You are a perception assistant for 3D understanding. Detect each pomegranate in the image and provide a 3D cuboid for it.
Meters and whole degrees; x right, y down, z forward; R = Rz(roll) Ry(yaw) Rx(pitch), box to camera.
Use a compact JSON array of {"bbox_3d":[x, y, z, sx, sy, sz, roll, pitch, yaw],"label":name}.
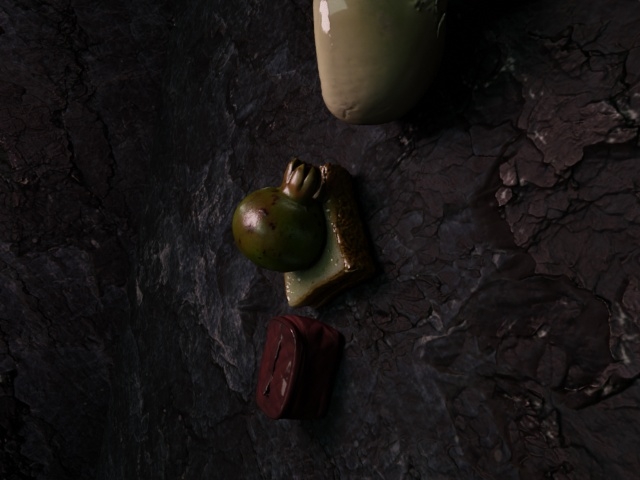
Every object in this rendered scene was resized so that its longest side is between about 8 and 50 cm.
[{"bbox_3d":[-0.086,-0.041,1.024,0.241,0.159,0.189,-38,55,39],"label":"pomegranate"}]

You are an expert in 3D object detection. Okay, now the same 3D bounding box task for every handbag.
[{"bbox_3d":[-0.056,0.279,1.075,0.146,0.136,0.224,18,96,58],"label":"handbag"}]

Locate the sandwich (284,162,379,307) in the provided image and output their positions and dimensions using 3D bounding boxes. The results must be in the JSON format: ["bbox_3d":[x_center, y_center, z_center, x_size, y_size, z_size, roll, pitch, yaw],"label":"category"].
[{"bbox_3d":[-0.001,0.000,1.113,0.249,0.095,0.273,-40,52,44],"label":"sandwich"}]

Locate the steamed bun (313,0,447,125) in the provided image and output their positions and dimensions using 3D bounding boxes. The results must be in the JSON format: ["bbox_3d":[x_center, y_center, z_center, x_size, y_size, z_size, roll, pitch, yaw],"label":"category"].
[{"bbox_3d":[0.117,-0.379,0.920,0.333,0.233,0.311,-77,-16,-51],"label":"steamed bun"}]

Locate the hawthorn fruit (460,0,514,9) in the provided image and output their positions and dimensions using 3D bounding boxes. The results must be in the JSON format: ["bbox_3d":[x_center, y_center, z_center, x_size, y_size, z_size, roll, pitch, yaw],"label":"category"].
[{"bbox_3d":[0.291,-0.490,0.812,0.169,0.169,0.187,-10,67,51],"label":"hawthorn fruit"}]

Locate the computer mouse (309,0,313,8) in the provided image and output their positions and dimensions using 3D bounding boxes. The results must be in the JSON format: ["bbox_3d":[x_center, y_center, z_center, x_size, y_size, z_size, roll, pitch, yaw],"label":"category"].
[{"bbox_3d":[0.021,-0.654,1.271,0.264,0.088,0.147,53,125,42],"label":"computer mouse"}]
